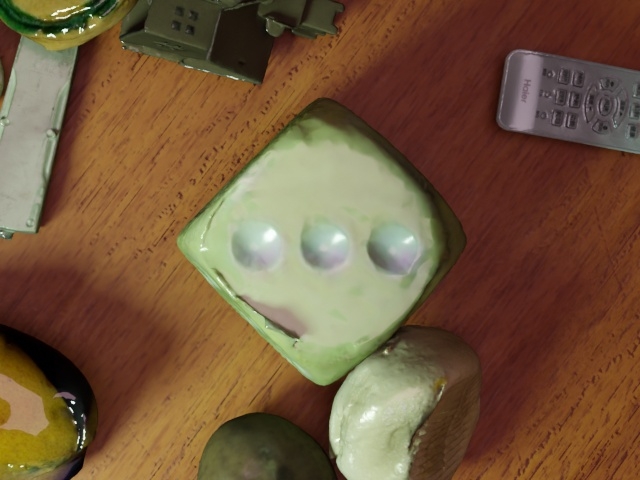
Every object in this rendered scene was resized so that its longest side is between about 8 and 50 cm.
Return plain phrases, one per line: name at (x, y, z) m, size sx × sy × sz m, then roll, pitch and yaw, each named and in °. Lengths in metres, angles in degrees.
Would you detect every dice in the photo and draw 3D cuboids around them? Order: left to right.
dice at (0.000, 0.000, 1.576) m, size 0.252 × 0.254 × 0.250 m, roll 44°, pitch 84°, yaw -3°

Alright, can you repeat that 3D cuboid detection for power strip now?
power strip at (-0.351, -0.141, 1.644) m, size 0.080 × 0.048 × 0.285 m, roll 13°, pitch 89°, yaw -7°

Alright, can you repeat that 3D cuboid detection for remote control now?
remote control at (0.365, -0.165, 1.707) m, size 0.293 × 0.051 × 0.103 m, roll 9°, pitch 90°, yaw -9°

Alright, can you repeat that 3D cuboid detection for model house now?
model house at (-0.081, -0.297, 1.606) m, size 0.243 × 0.204 × 0.211 m, roll 15°, pitch 91°, yaw -22°

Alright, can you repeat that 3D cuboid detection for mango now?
mango at (-0.399, 0.190, 1.592) m, size 0.287 × 0.152 × 0.201 m, roll 34°, pitch 83°, yaw -5°

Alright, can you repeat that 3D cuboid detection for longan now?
longan at (-0.063, 0.297, 1.621) m, size 0.167 × 0.167 × 0.187 m, roll -22°, pitch 96°, yaw -4°

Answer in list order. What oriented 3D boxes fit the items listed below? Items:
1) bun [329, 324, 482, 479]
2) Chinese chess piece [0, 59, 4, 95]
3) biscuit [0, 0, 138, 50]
bun at (0.096, 0.205, 1.624) m, size 0.145 × 0.229 × 0.229 m, roll 19°, pitch 89°, yaw 25°
Chinese chess piece at (-0.442, -0.197, 1.634) m, size 0.122 × 0.051 × 0.122 m, roll 0°, pitch 90°, yaw -5°
biscuit at (-0.331, -0.390, 1.590) m, size 0.287 × 0.057 × 0.343 m, roll -9°, pitch 78°, yaw 17°
